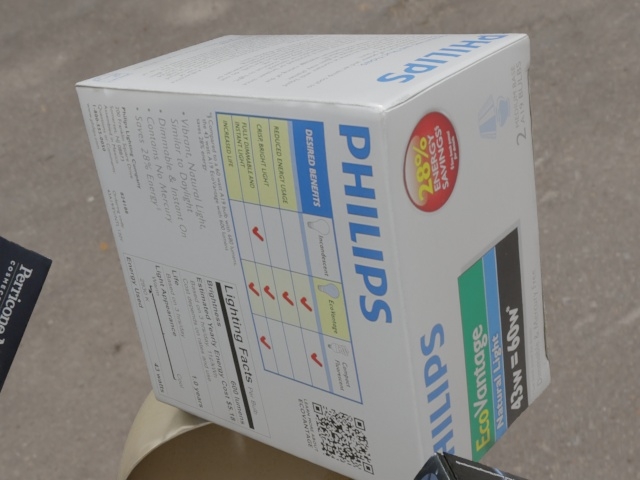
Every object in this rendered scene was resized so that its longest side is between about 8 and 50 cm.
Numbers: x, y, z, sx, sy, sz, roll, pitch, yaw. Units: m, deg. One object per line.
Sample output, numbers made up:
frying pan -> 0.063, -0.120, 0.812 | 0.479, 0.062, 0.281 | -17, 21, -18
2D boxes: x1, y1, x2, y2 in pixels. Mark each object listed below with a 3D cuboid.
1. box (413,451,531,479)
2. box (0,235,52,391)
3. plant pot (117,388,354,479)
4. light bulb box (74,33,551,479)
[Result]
box -> 0.144, 0.223, 0.552 | 0.077, 0.180, 0.147 | -59, 24, 17
box -> -0.430, 0.103, 0.683 | 0.179, 0.312, 0.343 | 0, 64, 40
plant pot -> -0.108, 0.235, 1.112 | 0.284, 0.284, 0.191 | -19, 41, 1
light bulb box -> 0.000, 0.000, 0.856 | 0.361, 0.358, 0.225 | 11, 31, 39
